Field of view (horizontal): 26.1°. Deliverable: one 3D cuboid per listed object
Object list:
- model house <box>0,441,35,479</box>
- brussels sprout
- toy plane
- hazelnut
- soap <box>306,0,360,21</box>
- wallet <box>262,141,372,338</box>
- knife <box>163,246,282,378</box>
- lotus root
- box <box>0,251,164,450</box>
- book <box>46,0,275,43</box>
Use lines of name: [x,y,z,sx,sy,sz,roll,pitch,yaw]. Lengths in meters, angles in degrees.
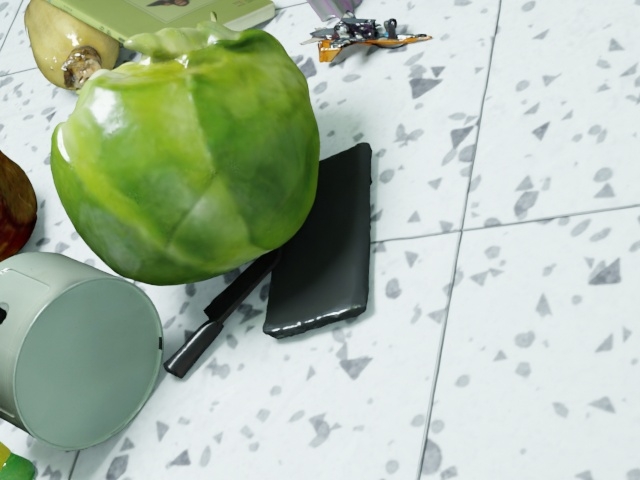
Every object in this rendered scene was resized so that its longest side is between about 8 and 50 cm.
model house: [-0.560,0.284,1.633,0.340,0.324,0.300,21,61,7]
brussels sprout: [-0.159,-0.104,1.780,0.371,0.315,0.276,-44,1,-41]
toy plane: [0.067,-0.300,1.985,0.188,0.062,0.135,-7,25,26]
hazelnut: [-0.543,-0.052,2.064,0.218,0.234,0.218,-1,88,14]
soap: [-0.002,-0.431,2.041,0.065,0.203,0.122,10,62,41]
wallet: [0.000,0.000,1.795,0.146,0.030,0.285,-16,47,21]
knife: [-0.123,0.082,1.795,0.230,0.028,0.060,-48,31,-2]
lotus root: [-0.411,-0.337,2.292,0.146,0.131,0.303,-53,38,18]
box: [-0.333,0.137,1.757,0.149,0.226,0.226,17,65,42]
book: [-0.273,-0.387,2.208,0.239,0.035,0.352,-28,43,-32]
